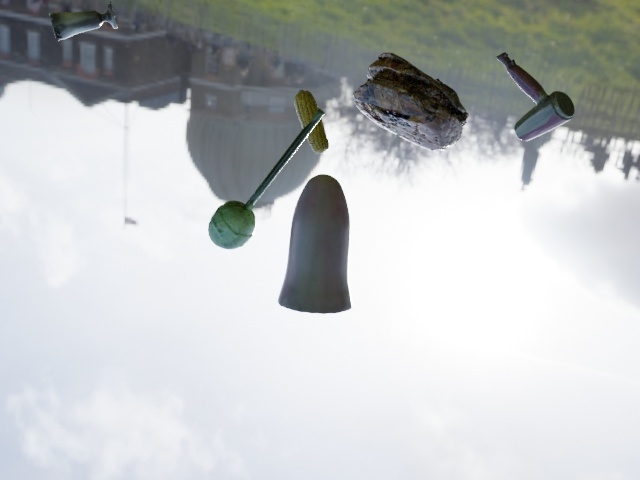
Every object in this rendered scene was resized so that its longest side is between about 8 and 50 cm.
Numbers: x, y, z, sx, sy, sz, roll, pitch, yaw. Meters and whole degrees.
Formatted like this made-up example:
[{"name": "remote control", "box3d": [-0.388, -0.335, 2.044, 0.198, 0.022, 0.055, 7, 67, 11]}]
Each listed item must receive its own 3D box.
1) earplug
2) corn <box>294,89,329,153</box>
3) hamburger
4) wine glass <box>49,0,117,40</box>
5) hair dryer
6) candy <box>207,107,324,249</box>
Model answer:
[{"name": "earplug", "box3d": [0.000, 0.000, 1.954, 0.172, 0.301, 0.172, 5, -171, -1]}, {"name": "corn", "box3d": [-0.026, -0.355, 2.588, 0.067, 0.206, 0.067, -19, 170, -4]}, {"name": "hamburger", "box3d": [0.177, -0.258, 1.669, 0.231, 0.106, 0.231, 32, 168, 8]}, {"name": "wine glass", "box3d": [-0.595, -0.552, 2.180, 0.155, 0.072, 0.072, -14, -152, -14]}, {"name": "hair dryer", "box3d": [0.347, -0.251, 1.459, 0.054, 0.154, 0.106, -34, -176, -39]}, {"name": "candy", "box3d": [-0.127, -0.147, 2.126, 0.119, 0.440, 0.119, 35, -158, -16]}]
